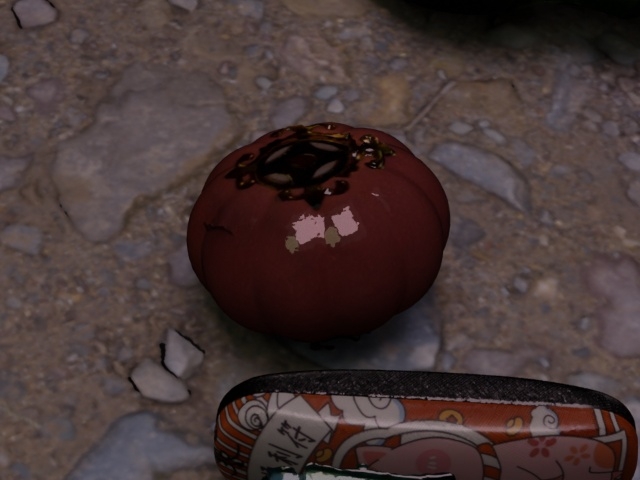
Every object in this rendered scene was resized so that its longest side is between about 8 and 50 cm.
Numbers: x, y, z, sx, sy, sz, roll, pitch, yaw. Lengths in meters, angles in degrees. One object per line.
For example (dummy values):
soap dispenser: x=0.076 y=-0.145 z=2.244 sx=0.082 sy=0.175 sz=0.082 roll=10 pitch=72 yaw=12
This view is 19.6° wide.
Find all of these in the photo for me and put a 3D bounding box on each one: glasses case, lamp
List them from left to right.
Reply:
lamp: x=0.000 y=0.000 z=1.260 sx=0.182 sy=0.140 sz=0.182 roll=-5 pitch=33 yaw=3
glasses case: x=0.066 y=0.129 z=1.169 sx=0.267 sy=0.103 sz=0.067 roll=2 pitch=49 yaw=-1

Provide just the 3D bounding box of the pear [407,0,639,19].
pear: x=0.192 y=-0.348 z=1.504 sx=0.399 sy=0.165 sz=0.399 roll=-4 pitch=41 yaw=3

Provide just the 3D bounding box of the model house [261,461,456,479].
model house: x=0.023 y=0.220 z=1.092 sx=0.148 sy=0.119 sz=0.148 roll=9 pitch=60 yaw=2
